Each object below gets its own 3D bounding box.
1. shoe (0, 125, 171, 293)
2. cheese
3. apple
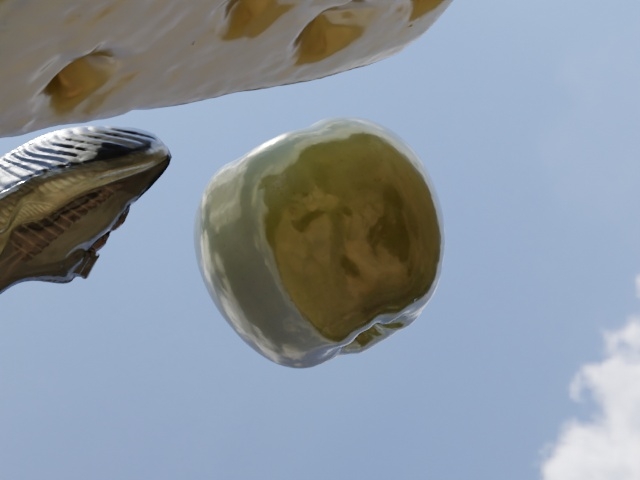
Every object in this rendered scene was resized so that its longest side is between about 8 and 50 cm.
[{"bbox_3d":[-0.220,-0.015,1.102,0.227,0.099,0.112,-24,-57,-32],"label":"shoe"},{"bbox_3d":[-0.016,-0.183,0.691,0.384,0.384,0.104,-15,-114,-47],"label":"cheese"},{"bbox_3d":[0.000,0.000,1.419,0.262,0.262,0.262,0,-90,-48],"label":"apple"}]
